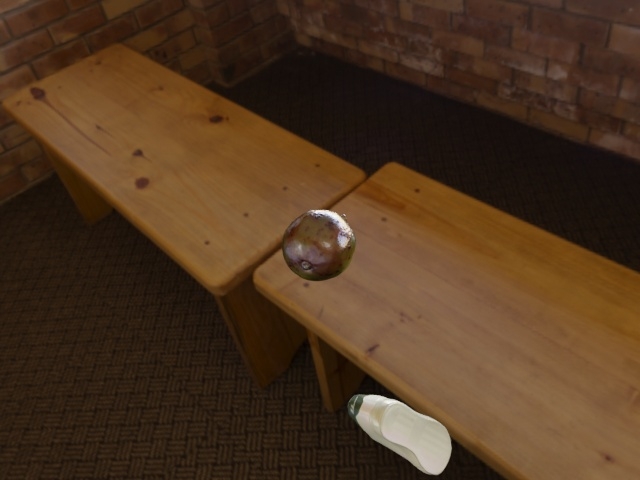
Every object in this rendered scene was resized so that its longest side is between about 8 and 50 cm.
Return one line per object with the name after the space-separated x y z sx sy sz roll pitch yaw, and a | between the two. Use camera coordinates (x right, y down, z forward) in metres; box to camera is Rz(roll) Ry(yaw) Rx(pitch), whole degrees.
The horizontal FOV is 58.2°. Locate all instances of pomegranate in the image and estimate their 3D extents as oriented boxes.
-0.004 0.003 0.943 0.130 0.130 0.130 -6 45 6 | pomegranate

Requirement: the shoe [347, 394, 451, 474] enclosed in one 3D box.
0.155 0.366 1.112 0.110 0.265 0.095 7 59 46 | shoe
